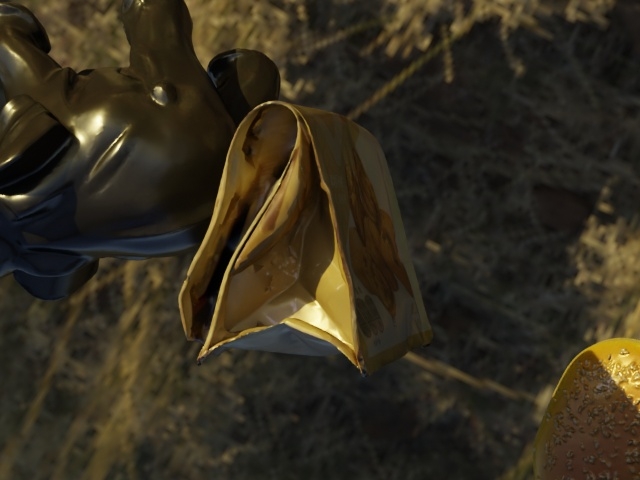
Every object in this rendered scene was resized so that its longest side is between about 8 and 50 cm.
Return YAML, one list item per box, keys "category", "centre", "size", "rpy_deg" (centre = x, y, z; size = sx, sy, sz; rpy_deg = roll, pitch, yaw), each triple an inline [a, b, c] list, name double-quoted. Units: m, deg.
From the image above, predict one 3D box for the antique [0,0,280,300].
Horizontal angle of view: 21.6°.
- category: "antique"
  centre: [-0.197, -0.087, 1.482]
  size: [0.322, 0.255, 0.185]
  rpy_deg: [-3, 138, 7]

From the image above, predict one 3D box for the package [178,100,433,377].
- category: "package"
  centre: [-0.030, 0.013, 1.389]
  size: [0.165, 0.221, 0.311]
  rpy_deg: [-15, 179, 11]

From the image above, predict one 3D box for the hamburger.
- category: "hamburger"
  centre: [0.313, 0.206, 1.731]
  size: [0.173, 0.210, 0.116]
  rpy_deg: [25, -165, 22]
